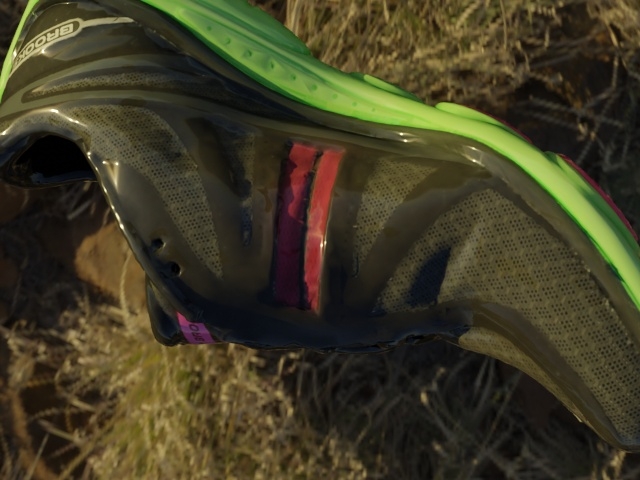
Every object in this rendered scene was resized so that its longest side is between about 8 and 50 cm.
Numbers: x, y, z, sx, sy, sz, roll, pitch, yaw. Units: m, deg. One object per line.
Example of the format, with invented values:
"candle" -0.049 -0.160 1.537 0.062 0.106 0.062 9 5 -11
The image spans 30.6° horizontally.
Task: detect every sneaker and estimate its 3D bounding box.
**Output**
"sneaker" 0.000 0.000 0.696 0.483 0.185 0.202 29 83 22
